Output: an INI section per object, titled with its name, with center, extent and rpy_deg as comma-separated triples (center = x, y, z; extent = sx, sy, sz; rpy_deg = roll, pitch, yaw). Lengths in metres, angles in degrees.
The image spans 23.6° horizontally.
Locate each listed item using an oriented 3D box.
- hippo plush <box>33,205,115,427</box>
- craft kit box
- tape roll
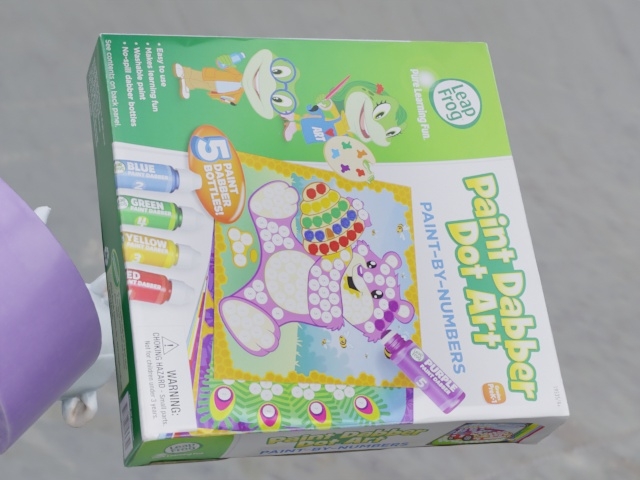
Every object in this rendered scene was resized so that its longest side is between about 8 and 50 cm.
[hippo plush]
center = -0.306, 0.102, 1.423
extent = 0.236, 0.234, 0.294
rpy_deg = 24, 8, 29
[craft kit box]
center = 0.000, 0.000, 0.885
extent = 0.246, 0.061, 0.250
rpy_deg = 0, 65, -21
[tape roll]
center = -0.222, 0.030, 0.881
extent = 0.189, 0.189, 0.080
rpy_deg = 30, 56, 20
